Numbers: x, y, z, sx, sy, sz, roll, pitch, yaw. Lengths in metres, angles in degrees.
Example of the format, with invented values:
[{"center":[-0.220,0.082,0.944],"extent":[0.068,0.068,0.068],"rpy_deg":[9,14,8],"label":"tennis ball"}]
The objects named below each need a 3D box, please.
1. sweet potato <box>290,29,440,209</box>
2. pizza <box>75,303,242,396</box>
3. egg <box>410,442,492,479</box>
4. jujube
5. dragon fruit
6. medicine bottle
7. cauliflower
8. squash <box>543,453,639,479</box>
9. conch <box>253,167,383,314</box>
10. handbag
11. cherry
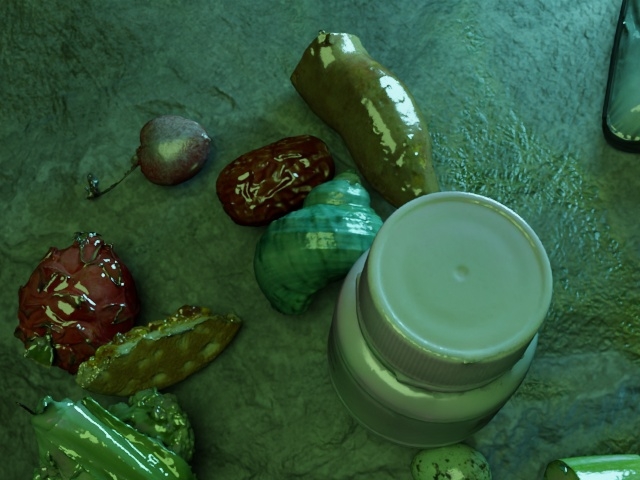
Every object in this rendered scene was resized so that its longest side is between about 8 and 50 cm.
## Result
[{"center":[0.094,-0.153,1.464],"extent":[0.131,0.131,0.337],"rpy_deg":[-38,75,1],"label":"sweet potato"},{"center":[-0.226,0.156,1.452],"extent":[0.246,0.127,0.058],"rpy_deg":[-29,48,-17],"label":"pizza"},{"center":[0.174,0.311,1.370],"extent":[0.110,0.085,0.085],"rpy_deg":[5,79,24],"label":"egg"},{"center":[-0.063,-0.087,1.486],"extent":[0.176,0.109,0.112],"rpy_deg":[-26,69,-6],"label":"jujube"},{"center":[-0.345,0.096,1.474],"extent":[0.172,0.172,0.209],"rpy_deg":[18,71,14],"label":"dragon fruit"},{"center":[0.144,0.102,1.271],"extent":[0.256,0.325,0.256],"rpy_deg":[2,64,-4],"label":"medicine bottle"},{"center":[-0.299,0.292,1.376],"extent":[0.256,0.239,0.315],"rpy_deg":[-37,118,0],"label":"cauliflower"},{"center":[0.366,0.342,1.293],"extent":[0.122,0.170,0.170],"rpy_deg":[-19,75,-6],"label":"squash"},{"center":[0.001,-0.004,1.425],"extent":[0.202,0.134,0.196],"rpy_deg":[-44,31,-22],"label":"conch"},{"center":[0.511,-0.281,1.440],"extent":[0.191,0.075,0.332],"rpy_deg":[8,83,16],"label":"handbag"},{"center":[-0.265,-0.128,1.550],"extent":[0.225,0.090,0.107],"rpy_deg":[-11,88,18],"label":"cherry"}]
